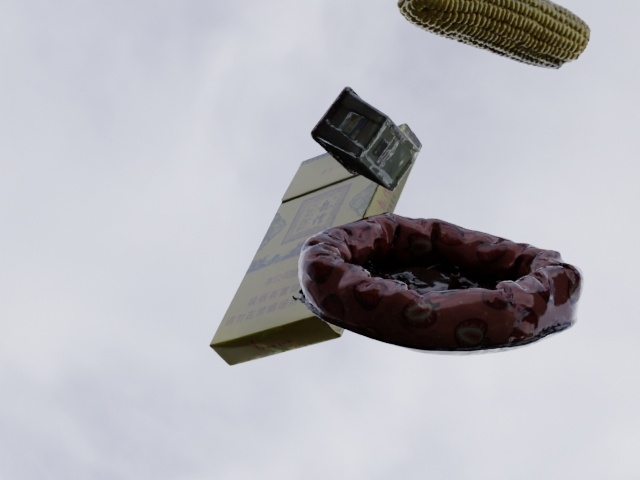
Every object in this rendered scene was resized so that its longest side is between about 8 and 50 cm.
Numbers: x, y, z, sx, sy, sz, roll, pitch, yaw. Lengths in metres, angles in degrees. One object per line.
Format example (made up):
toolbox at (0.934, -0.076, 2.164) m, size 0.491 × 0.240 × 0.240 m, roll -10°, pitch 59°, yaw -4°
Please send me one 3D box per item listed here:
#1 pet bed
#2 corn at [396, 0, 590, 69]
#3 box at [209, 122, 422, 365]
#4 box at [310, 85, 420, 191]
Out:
pet bed at (0.079, 0.029, 0.771) m, size 0.201 × 0.201 × 0.053 m, roll 11°, pitch -72°, yaw 25°
corn at (0.170, -0.222, 1.097) m, size 0.203 × 0.072 × 0.072 m, roll 14°, pitch -53°, yaw -18°
box at (0.000, 0.001, 1.130) m, size 0.153 × 0.279 × 0.041 m, roll -19°, pitch -56°, yaw 40°
box at (0.045, -0.091, 1.031) m, size 0.063 × 0.084 × 0.060 m, roll 33°, pitch -95°, yaw 39°
